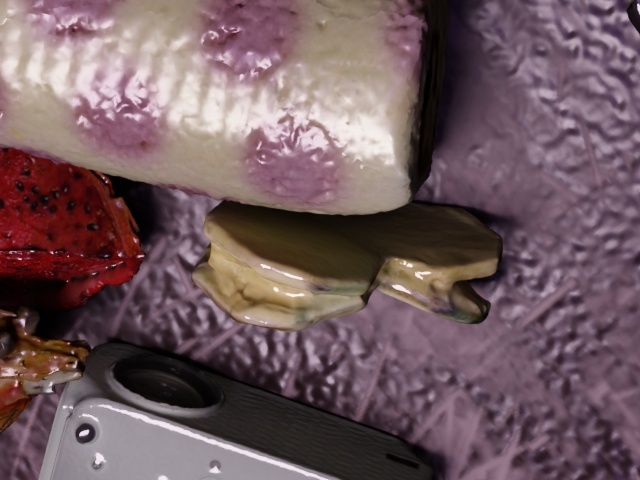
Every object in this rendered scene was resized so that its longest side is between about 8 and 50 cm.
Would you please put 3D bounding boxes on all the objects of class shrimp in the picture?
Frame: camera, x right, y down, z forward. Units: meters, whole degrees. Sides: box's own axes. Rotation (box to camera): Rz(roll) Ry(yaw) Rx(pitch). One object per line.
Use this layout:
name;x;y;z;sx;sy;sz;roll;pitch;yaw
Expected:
shrimp;-0.260;0.097;1.193;0.294;0.062;0.154;-9;126;38

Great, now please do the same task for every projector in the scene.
projector;-0.069;0.205;1.197;0.250;0.108;0.198;19;108;6

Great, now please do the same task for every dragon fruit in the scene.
dragon fruit;-0.199;-0.019;1.179;0.161;0.120;0.127;1;76;-8

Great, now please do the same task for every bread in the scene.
bread;-0.092;-0.114;1.070;0.338;0.187;0.155;11;101;7

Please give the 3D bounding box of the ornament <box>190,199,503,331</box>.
ornament;0.000;0.000;1.109;0.180;0.201;0.059;37;119;46

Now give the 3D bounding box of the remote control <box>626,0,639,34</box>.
remote control;0.280;-0.063;1.095;0.063;0.025;0.245;-36;97;14
